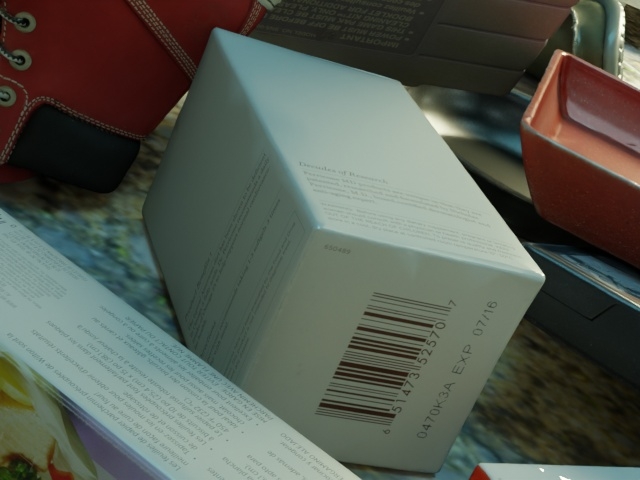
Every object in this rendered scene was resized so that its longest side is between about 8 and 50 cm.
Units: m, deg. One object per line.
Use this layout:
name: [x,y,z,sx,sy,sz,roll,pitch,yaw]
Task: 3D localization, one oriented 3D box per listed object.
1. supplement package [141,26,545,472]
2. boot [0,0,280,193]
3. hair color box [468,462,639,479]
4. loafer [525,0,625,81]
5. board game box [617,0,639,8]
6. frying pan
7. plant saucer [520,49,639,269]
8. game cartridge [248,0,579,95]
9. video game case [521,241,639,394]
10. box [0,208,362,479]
supplement package: [0.000,0.000,0.601,0.105,0.105,0.179,12,28,-25]
boot: [-0.140,-0.121,0.596,0.244,0.176,0.088,39,4,-41]
hair color box: [0.135,0.132,0.519,0.167,0.053,0.093,6,28,-32]
loafer: [0.187,-0.160,1.137,0.087,0.094,0.251,-4,19,-3]
board game box: [0.281,-0.320,1.569,0.390,0.050,0.390,22,24,-5]
frying pan: [0.190,-0.037,0.912,0.326,0.053,0.197,14,27,-26]
plant saucer: [0.227,-0.011,0.769,0.259,0.047,0.258,29,20,4]
game cartridge: [-0.028,-0.174,0.752,0.355,0.230,0.068,8,71,-12]
video game case: [0.238,0.083,0.663,0.275,0.035,0.248,33,12,21]
box: [-0.048,0.082,0.441,0.324,0.063,0.067,34,27,20]
